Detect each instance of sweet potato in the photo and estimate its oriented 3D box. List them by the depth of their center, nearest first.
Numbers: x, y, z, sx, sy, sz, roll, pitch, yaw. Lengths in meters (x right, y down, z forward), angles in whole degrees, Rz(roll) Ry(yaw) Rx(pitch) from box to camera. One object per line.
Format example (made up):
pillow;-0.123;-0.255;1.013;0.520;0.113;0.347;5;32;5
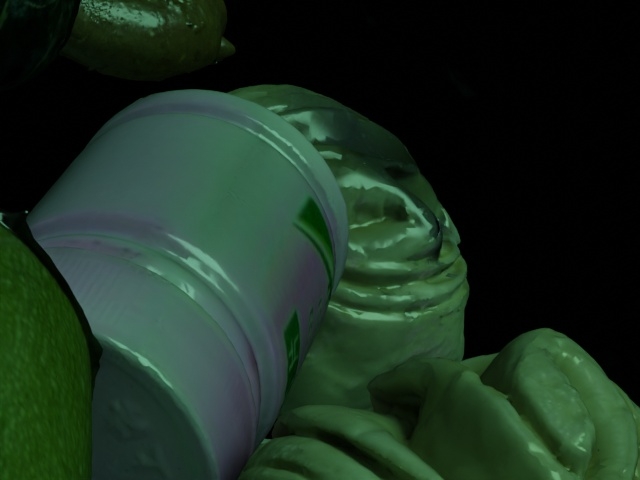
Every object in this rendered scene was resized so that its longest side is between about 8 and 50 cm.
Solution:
sweet potato;-0.161;-0.196;1.592;0.124;0.098;0.310;34;19;33

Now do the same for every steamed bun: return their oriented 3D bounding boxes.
steamed bun;0.065;0.161;0.940;0.289;0.203;0.276;-15;16;-32
steamed bun;0.000;0.000;1.404;0.320;0.206;0.275;31;30;-16

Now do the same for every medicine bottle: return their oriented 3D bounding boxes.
medicine bottle;-0.115;0.056;1.123;0.212;0.212;0.325;40;30;-8

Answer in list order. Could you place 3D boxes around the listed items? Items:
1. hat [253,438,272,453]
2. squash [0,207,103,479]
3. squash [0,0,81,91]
hat;0.022;0.237;1.199;0.164;0.219;0.226;-9;87;-18
squash;-0.232;0.168;0.755;0.263;0.263;0.384;33;27;-21
squash;-0.302;-0.227;1.352;0.252;0.165;0.252;34;24;-18
